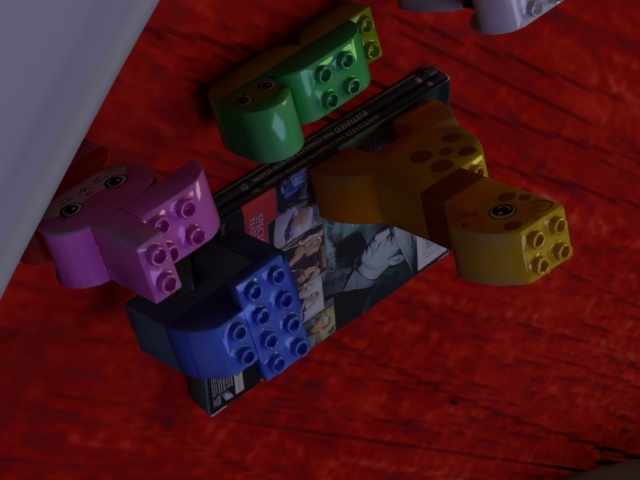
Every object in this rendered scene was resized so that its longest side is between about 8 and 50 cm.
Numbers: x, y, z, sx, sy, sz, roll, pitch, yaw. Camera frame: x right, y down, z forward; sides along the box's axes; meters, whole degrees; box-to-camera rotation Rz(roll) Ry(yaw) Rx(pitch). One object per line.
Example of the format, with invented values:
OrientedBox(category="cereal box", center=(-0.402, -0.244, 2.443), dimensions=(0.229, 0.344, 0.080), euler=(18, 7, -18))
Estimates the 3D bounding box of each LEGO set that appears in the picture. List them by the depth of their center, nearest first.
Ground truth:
OrientedBox(category="LEGO set", center=(0.018, -0.017, 0.576), dimensions=(0.227, 0.093, 0.087), euler=(-35, 127, -26))

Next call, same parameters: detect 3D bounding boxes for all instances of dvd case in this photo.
OrientedBox(category="dvd case", center=(0.000, 0.000, 0.656), dimensions=(0.119, 0.013, 0.087), euler=(-33, 140, -26))

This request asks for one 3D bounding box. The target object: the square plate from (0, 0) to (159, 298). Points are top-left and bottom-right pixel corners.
OrientedBox(category="square plate", center=(-0.154, -0.051, 0.352), dimensions=(0.344, 0.049, 0.347), euler=(3, 126, -49))

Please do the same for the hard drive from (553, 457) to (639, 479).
OrientedBox(category="hard drive", center=(0.210, 0.175, 0.948), dimensions=(0.255, 0.054, 0.172), euler=(-2, 124, -22))
